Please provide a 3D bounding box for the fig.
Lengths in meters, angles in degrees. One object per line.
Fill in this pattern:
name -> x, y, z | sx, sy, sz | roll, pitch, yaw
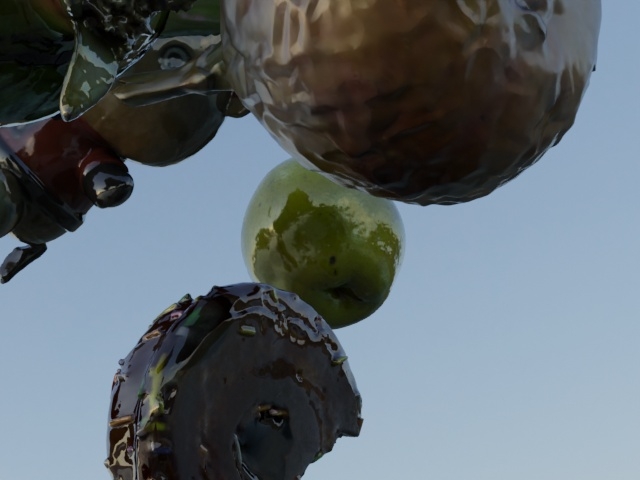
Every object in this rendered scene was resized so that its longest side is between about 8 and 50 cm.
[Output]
fig -> -0.003, -0.159, 0.932 | 0.368, 0.286, 0.286 | -5, -18, 32

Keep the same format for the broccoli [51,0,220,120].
broccoli -> -0.156, -0.197, 1.048 | 0.304, 0.145, 0.165 | 3, -38, 0

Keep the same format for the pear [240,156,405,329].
pear -> -0.001, 0.001, 1.444 | 0.198, 0.198, 0.198 | -8, -24, -4

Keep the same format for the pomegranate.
pomegranate -> -0.113, -0.108, 0.529 | 0.191, 0.131, 0.152 | 11, 39, 43

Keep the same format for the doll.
doll -> -0.212, -0.114, 1.226 | 0.330, 0.235, 0.174 | -39, -33, -4

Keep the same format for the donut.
donut -> -0.074, 0.144, 0.993 | 0.096, 0.230, 0.216 | -3, -33, 43
